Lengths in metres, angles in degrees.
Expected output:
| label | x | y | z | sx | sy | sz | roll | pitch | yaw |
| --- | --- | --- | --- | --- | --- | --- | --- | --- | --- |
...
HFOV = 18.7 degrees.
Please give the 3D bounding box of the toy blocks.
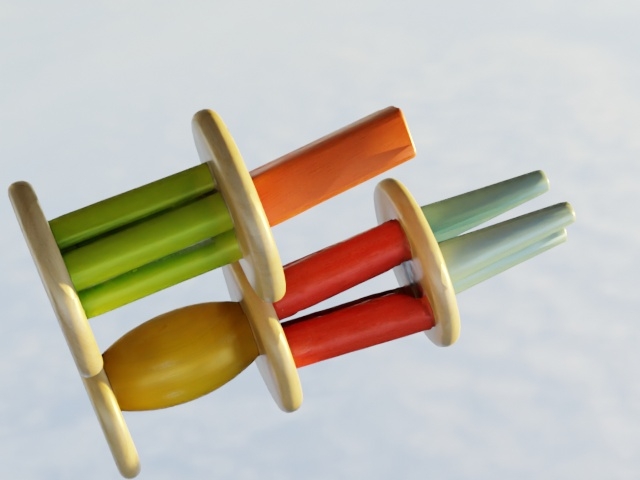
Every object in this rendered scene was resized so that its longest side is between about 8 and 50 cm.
| label | x | y | z | sx | sy | sz | roll | pitch | yaw |
| --- | --- | --- | --- | --- | --- | --- | --- | --- | --- |
| toy blocks | 0.000 | 0.000 | 0.526 | 0.148 | 0.123 | 0.054 | -22 | -118 | -8 |
